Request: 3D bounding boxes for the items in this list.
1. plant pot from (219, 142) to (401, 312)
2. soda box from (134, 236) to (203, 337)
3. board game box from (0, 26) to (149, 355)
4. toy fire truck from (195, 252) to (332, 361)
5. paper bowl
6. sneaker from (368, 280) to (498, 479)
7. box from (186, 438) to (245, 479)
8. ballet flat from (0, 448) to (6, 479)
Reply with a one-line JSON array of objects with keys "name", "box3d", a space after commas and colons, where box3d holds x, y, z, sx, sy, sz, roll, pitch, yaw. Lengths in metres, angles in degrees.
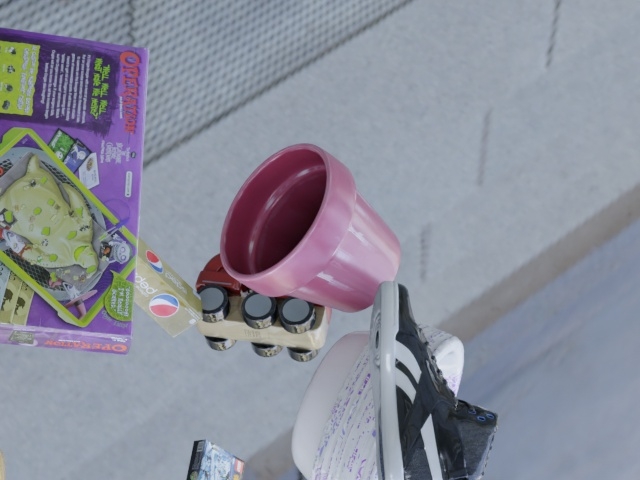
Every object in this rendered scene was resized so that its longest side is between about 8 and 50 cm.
[{"name": "plant pot", "box3d": [0.000, 0.000, 1.703, 0.180, 0.201, 0.201, 32, 94, -35]}, {"name": "soda box", "box3d": [-0.258, 0.064, 1.977, 0.061, 0.058, 0.181, -33, 123, 15]}, {"name": "board game box", "box3d": [-0.280, -0.058, 1.284, 0.208, 0.347, 0.056, 5, 148, -9]}, {"name": "toy fire truck", "box3d": [-0.082, 0.045, 2.120, 0.158, 0.217, 0.246, 79, 21, -53]}, {"name": "paper bowl", "box3d": [0.066, 0.232, 1.697, 0.284, 0.148, 0.284, -55, 158, -34]}, {"name": "sneaker", "box3d": [0.114, 0.147, 1.284, 0.121, 0.079, 0.217, 1, 73, -8]}, {"name": "box", "box3d": [-0.158, 0.370, 1.890, 0.094, 0.027, 0.137, 39, 50, -41]}, {"name": "ballet flat", "box3d": [-0.433, 0.353, 1.632, 0.080, 0.073, 0.232, -8, 135, -40]}]
